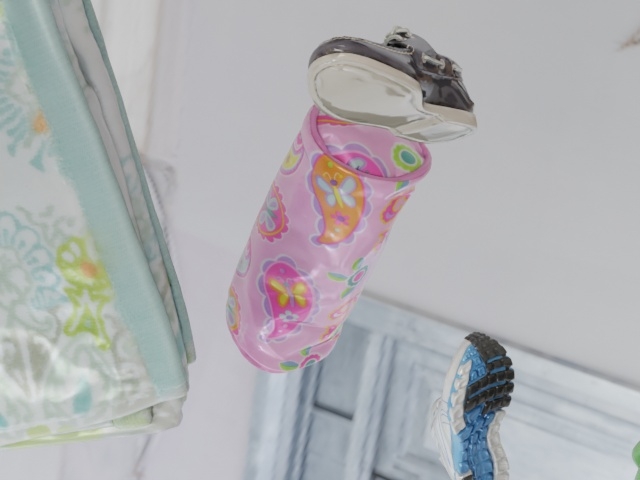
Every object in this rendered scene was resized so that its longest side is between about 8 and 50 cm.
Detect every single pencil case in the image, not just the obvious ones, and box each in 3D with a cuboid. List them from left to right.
[{"bbox_3d":[0.000,0.000,1.058,0.124,0.124,0.284,-47,-14,-47],"label":"pencil case"}]

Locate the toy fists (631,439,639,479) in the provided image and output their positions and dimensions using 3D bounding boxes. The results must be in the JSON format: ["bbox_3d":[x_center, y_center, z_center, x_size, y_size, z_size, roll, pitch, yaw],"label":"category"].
[{"bbox_3d":[0.379,0.263,1.000,0.142,0.279,0.096,-25,-44,-4],"label":"toy fists"}]

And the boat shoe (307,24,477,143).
[{"bbox_3d":[0.052,-0.122,0.846,0.206,0.075,0.064,14,-112,-56],"label":"boat shoe"}]

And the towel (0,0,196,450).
[{"bbox_3d":[-0.277,-0.018,0.781,0.090,0.321,0.374,-72,-30,-67],"label":"towel"}]

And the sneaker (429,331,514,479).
[{"bbox_3d":[0.131,0.160,1.081,0.071,0.083,0.190,-16,-56,-24],"label":"sneaker"}]
